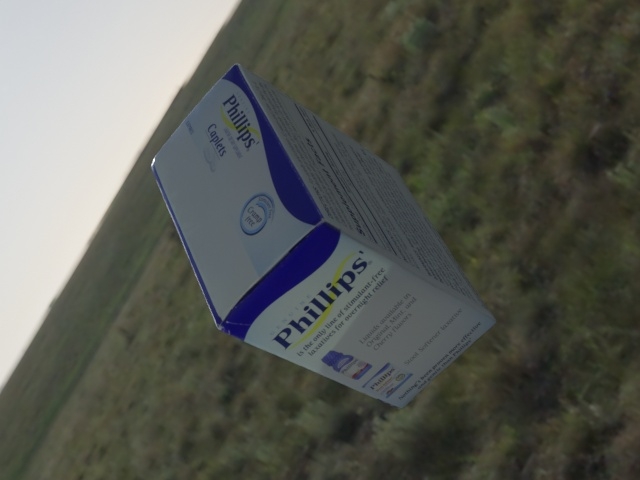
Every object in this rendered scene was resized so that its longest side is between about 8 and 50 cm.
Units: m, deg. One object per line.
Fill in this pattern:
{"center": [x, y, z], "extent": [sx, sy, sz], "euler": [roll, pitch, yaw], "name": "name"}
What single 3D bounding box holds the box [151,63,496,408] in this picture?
{"center": [0.000, 0.000, 0.573], "extent": [0.072, 0.137, 0.126], "euler": [-45, 44, 16], "name": "box"}
